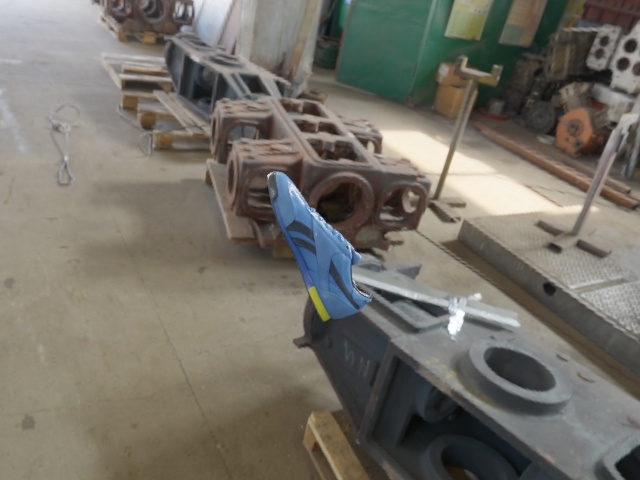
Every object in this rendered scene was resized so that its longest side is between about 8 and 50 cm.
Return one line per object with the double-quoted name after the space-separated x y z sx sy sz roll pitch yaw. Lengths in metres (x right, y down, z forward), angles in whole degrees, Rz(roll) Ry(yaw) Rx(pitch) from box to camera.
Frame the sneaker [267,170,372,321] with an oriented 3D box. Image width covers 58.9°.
0.000 0.000 0.728 0.082 0.209 0.069 -23 7 8 "sneaker"
